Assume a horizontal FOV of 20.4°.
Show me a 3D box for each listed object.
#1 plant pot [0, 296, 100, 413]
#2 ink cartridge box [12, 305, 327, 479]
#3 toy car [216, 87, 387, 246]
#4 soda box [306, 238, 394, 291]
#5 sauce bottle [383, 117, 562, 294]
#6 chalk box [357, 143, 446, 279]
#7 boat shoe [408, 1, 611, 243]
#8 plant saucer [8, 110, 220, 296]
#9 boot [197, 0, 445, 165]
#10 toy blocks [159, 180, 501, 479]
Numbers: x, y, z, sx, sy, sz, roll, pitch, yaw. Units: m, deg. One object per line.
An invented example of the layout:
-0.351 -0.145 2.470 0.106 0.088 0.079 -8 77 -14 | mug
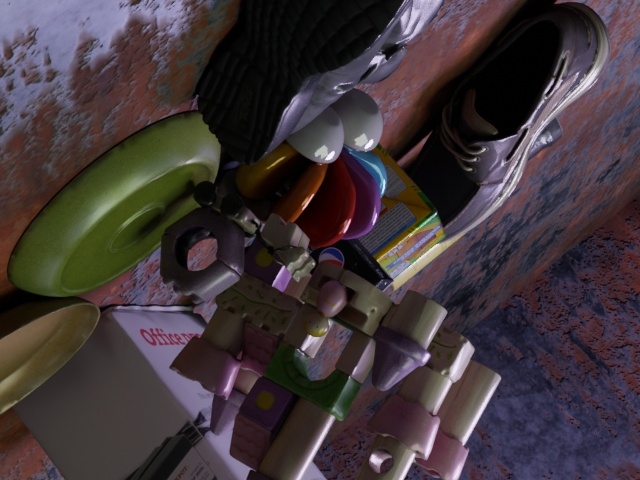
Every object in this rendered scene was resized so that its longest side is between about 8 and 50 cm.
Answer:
-0.318 0.123 1.707 0.236 0.032 0.236 -35 168 -9 | plant pot
-0.125 0.273 1.967 0.166 0.395 0.285 -41 167 10 | ink cartridge box
-0.001 -0.059 1.786 0.159 0.136 0.182 -49 164 31 | toy car
0.000 0.000 1.907 0.060 0.169 0.053 -43 166 11 | soda box
0.167 -0.058 2.314 0.344 0.111 0.111 -37 166 -9 | sauce bottle
0.056 -0.021 2.076 0.132 0.132 0.213 -40 167 1 | chalk box
0.195 -0.146 2.128 0.355 0.132 0.130 -55 153 19 | boat shoe
-0.178 -0.023 1.629 0.241 0.037 0.241 -38 167 -10 | plant saucer
0.038 -0.211 1.506 0.222 0.118 0.338 -34 177 -36 | boot
-0.026 0.153 1.693 0.260 0.288 0.309 -59 156 -9 | toy blocks
